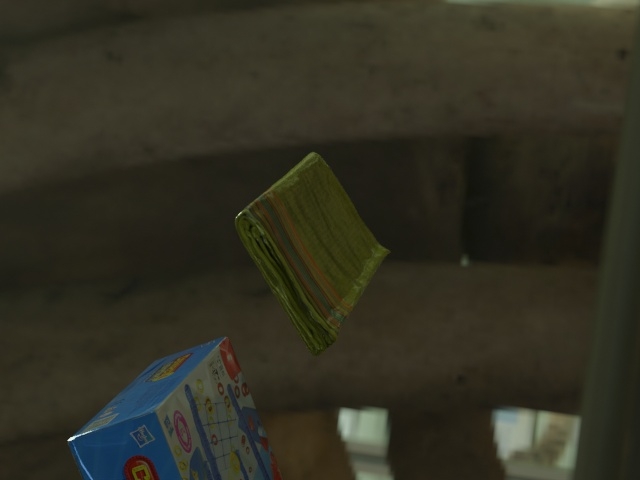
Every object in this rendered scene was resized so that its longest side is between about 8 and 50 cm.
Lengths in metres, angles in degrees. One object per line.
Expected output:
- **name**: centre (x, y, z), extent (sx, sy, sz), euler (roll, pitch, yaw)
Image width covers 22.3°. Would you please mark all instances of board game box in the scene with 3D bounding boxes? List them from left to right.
- **board game box**: centre (-0.102, 0.272, 1.527), extent (0.308, 0.086, 0.302), euler (-48, -63, -77)

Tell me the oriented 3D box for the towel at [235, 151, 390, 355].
- **towel**: centre (0.000, 0.000, 1.105), extent (0.102, 0.021, 0.237), euler (59, -164, -6)
